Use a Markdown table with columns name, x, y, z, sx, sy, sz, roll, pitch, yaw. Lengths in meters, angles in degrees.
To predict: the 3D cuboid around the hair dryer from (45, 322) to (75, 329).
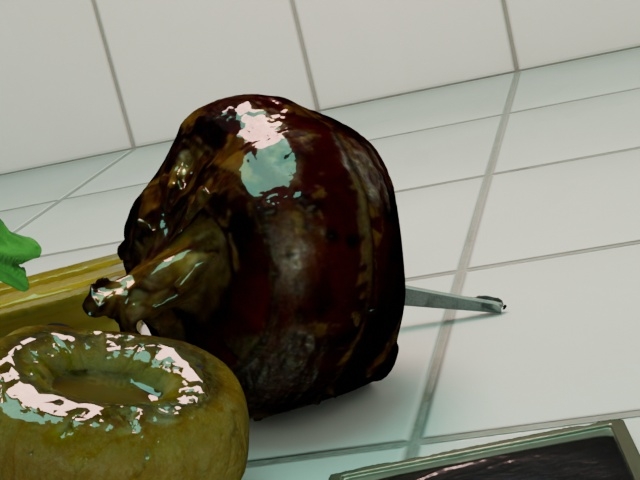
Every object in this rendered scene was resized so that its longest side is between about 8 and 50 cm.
| name | x | y | z | sx | sy | sz | roll | pitch | yaw |
| --- | --- | --- | --- | --- | --- | --- | --- | --- | --- |
| hair dryer | -0.406 | 0.173 | 1.575 | 0.219 | 0.072 | 0.124 | -16 | 13 | 19 |

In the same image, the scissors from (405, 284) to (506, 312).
| name | x | y | z | sx | sy | sz | roll | pitch | yaw |
| --- | --- | --- | --- | --- | --- | --- | --- | --- | --- |
| scissors | 0.038 | 0.054 | 1.498 | 0.360 | 0.191 | 0.029 | 6 | 36 | 11 |

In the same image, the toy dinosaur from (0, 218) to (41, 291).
| name | x | y | z | sx | sy | sz | roll | pitch | yaw |
| --- | --- | --- | --- | --- | --- | --- | --- | --- | --- |
| toy dinosaur | -0.593 | 0.071 | 1.418 | 0.500 | 0.375 | 0.144 | 27 | -11 | -28 |

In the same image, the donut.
| name | x | y | z | sx | sy | sz | roll | pitch | yaw |
| --- | --- | --- | --- | --- | --- | --- | --- | --- | --- |
| donut | -0.190 | 0.168 | 1.109 | 0.261 | 0.128 | 0.208 | 4 | 26 | -15 |

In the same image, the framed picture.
| name | x | y | z | sx | sy | sz | roll | pitch | yaw |
| --- | --- | --- | --- | --- | --- | --- | --- | --- | --- |
| framed picture | 0.130 | 0.210 | 1.025 | 0.265 | 0.018 | 0.192 | -13 | 13 | 5 |

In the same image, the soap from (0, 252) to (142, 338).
| name | x | y | z | sx | sy | sz | roll | pitch | yaw |
| --- | --- | --- | --- | --- | --- | --- | --- | --- | --- |
| soap | -0.401 | 0.108 | 1.751 | 0.314 | 0.091 | 0.199 | -13 | 15 | -2 |

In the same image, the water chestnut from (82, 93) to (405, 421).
| name | x | y | z | sx | sy | sz | roll | pitch | yaw |
| --- | --- | --- | --- | --- | --- | --- | --- | --- | --- |
| water chestnut | -0.084 | 0.024 | 1.287 | 0.346 | 0.335 | 0.335 | -3 | 7 | -32 |
